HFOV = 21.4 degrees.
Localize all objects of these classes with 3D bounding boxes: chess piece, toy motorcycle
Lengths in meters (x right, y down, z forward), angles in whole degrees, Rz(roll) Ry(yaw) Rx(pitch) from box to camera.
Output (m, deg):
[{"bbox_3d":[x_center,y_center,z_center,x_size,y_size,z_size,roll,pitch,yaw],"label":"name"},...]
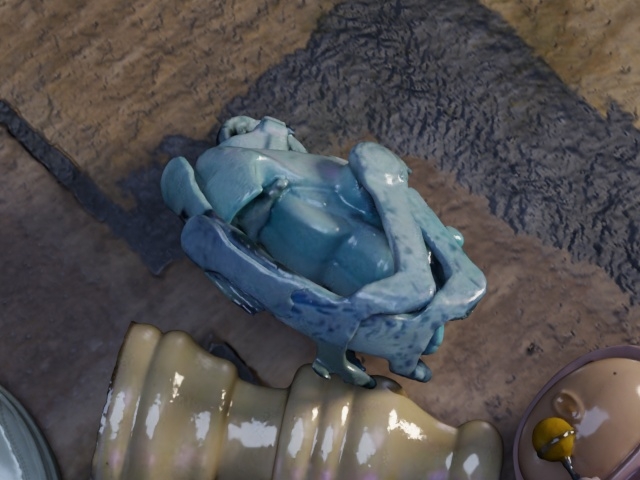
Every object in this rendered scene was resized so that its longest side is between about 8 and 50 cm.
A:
[{"bbox_3d":[-0.013,0.162,1.315,0.307,0.124,0.139,10,49,4],"label":"chess piece"},{"bbox_3d":[0.000,0.000,1.308,0.260,0.206,0.154,35,123,10],"label":"toy motorcycle"}]

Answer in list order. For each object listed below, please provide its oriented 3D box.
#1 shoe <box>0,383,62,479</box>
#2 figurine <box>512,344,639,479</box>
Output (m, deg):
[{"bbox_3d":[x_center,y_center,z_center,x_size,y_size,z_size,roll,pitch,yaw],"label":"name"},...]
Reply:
[{"bbox_3d":[-0.339,0.125,1.323,0.316,0.159,0.124,37,83,14],"label":"shoe"},{"bbox_3d":[0.234,0.166,1.206,0.176,0.287,0.186,-36,121,8],"label":"figurine"}]
